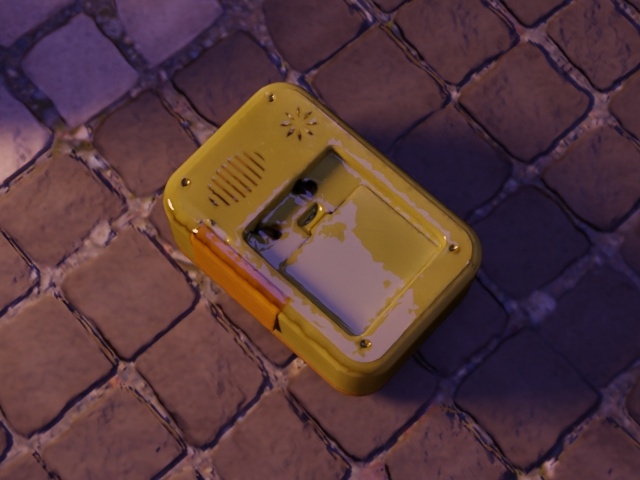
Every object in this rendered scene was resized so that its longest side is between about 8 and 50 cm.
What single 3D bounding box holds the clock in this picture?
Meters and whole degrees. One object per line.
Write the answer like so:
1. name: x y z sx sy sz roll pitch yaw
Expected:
1. clock: 0.000 0.000 0.774 0.202 0.096 0.143 42 78 11
